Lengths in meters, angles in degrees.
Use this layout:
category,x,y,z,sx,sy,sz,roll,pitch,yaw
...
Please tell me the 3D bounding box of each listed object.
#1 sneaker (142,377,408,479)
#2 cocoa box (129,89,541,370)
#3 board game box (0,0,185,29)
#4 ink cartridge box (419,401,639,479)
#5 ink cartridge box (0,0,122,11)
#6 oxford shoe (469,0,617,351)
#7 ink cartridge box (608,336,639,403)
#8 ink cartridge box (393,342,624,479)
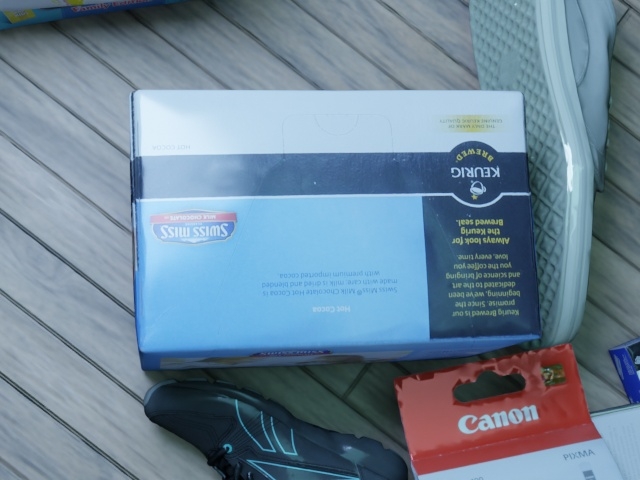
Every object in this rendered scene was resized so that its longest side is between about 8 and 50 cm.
category,x,y,z,sx,sy,sz,roll,pitch,yaw
sneaker,-0.048,0.211,0.996,0.267,0.101,0.106,22,65,-4
cocoa box,0.000,0.000,0.984,0.347,0.231,0.227,-1,80,-9
board game box,-0.248,-0.409,1.105,0.254,0.079,0.336,-12,81,-11
ink cartridge box,0.225,0.274,1.034,0.255,0.097,0.188,-9,80,-11
ink cartridge box,-0.233,-0.335,0.989,0.354,0.119,0.207,-6,79,-8
oxford shoe,0.244,-0.108,1.092,0.130,0.169,0.449,6,76,-29
ink cartridge box,0.421,0.123,1.123,0.207,0.046,0.097,-19,84,-12
ink cartridge box,0.182,0.222,0.962,0.189,0.066,0.232,-10,83,-10
